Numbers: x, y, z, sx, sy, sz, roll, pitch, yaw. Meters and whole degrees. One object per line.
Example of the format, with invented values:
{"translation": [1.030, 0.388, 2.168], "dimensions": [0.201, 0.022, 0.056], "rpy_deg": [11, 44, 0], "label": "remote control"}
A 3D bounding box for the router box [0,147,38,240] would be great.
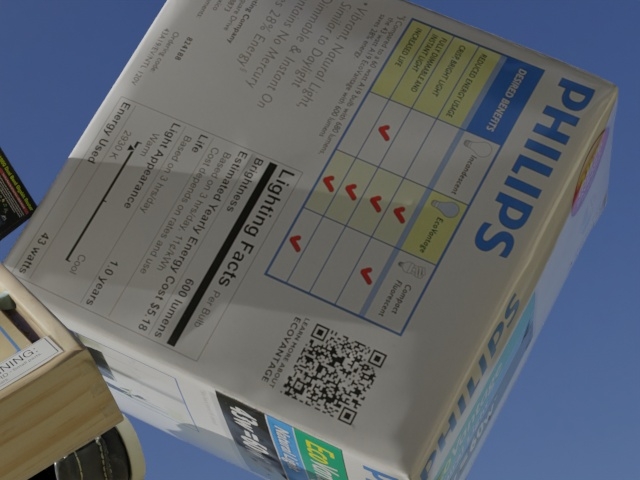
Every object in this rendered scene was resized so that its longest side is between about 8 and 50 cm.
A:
{"translation": [-0.280, -0.042, 1.364], "dimensions": [0.092, 0.038, 0.122], "rpy_deg": [-38, -45, -14], "label": "router box"}

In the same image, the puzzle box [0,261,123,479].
{"translation": [-0.334, 0.139, 1.012], "dimensions": [0.409, 0.272, 0.052], "rpy_deg": [-30, -65, -16], "label": "puzzle box"}

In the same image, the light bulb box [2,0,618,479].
{"translation": [0.000, 0.000, 1.441], "dimensions": [0.358, 0.361, 0.225], "rpy_deg": [-61, -17, -18], "label": "light bulb box"}

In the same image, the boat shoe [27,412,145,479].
{"translation": [-0.228, 0.184, 1.467], "dimensions": [0.079, 0.084, 0.233], "rpy_deg": [-25, 4, -33], "label": "boat shoe"}
